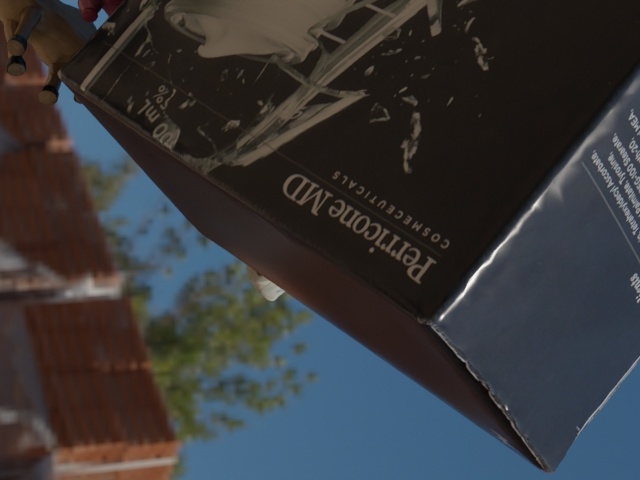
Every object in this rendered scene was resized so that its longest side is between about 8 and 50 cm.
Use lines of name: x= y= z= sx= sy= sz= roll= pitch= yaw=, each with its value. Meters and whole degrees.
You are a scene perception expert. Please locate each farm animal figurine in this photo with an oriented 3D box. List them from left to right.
farm animal figurine: x=-0.299 y=-0.306 z=1.593 sx=0.330 sy=0.326 sz=0.172 roll=115 pitch=-21 yaw=-43

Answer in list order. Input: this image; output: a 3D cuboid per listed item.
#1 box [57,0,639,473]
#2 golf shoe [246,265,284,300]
box: x=0.127 y=-0.148 z=1.464 sx=0.480 sy=0.472 sz=0.297 roll=33 pitch=-10 yaw=39
golf shoe: x=0.000 y=0.000 z=1.781 sx=0.069 sy=0.176 sz=0.086 roll=52 pitch=-19 yaw=36
